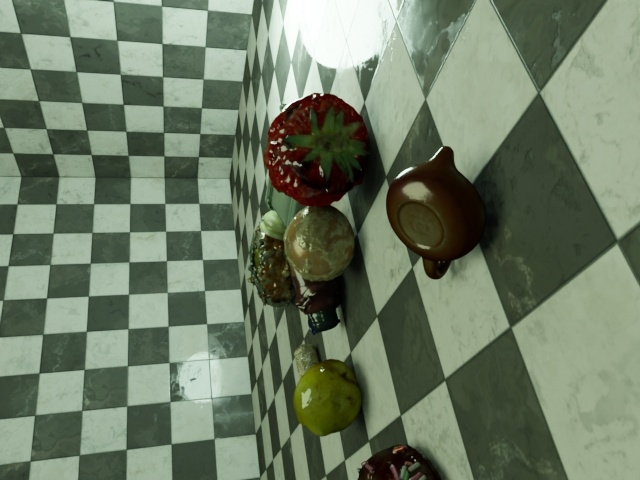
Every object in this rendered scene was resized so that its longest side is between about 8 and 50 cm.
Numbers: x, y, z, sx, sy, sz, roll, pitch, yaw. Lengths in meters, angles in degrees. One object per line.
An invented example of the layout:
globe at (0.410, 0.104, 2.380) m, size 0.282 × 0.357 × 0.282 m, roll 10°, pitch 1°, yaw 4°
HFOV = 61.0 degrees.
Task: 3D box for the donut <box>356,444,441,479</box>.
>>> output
donut at (0.173, 0.572, 1.081) m, size 0.345 × 0.136 × 0.259 m, roll -109°, pitch 21°, yaw -44°

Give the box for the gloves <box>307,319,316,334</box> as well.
gloves at (-0.025, 0.293, 1.927) m, size 0.086 × 0.026 × 0.064 m, roll -111°, pitch 27°, yaw -50°

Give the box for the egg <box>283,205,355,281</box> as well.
egg at (0.000, 0.000, 1.518) m, size 0.203 × 0.203 × 0.245 m, roll 106°, pitch 168°, yaw -46°

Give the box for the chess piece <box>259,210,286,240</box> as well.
chess piece at (-0.121, -0.141, 2.011) m, size 0.144 × 0.144 × 0.251 m, roll -124°, pitch 51°, yaw -62°

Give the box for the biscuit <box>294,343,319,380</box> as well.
biscuit at (-0.040, 0.442, 1.891) m, size 0.070 × 0.082 × 0.168 m, roll 108°, pitch 156°, yaw -44°

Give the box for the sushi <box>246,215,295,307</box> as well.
sushi at (-0.202, 0.088, 2.254) m, size 0.417 × 0.175 × 0.418 m, roll 179°, pitch 90°, yaw -74°

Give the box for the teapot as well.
teapot at (0.210, -0.040, 0.945) m, size 0.178 × 0.135 × 0.252 m, roll 26°, pitch 140°, yaw 40°

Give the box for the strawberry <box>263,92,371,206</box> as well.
strawberry at (-0.024, -0.224, 1.429) m, size 0.310 × 0.291 × 0.292 m, roll -12°, pitch 79°, yaw 56°

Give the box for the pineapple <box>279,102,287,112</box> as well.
pineapple at (-0.116, -0.376, 1.965) m, size 0.340 × 0.169 × 0.169 m, roll -105°, pitch 21°, yaw -45°

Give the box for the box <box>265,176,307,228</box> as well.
box at (-0.062, -0.177, 1.790) m, size 0.182 × 0.175 × 0.312 m, roll -118°, pitch 30°, yaw -41°

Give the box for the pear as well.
pear at (0.020, 0.432, 1.501) m, size 0.200 × 0.200 × 0.200 m, roll 179°, pitch 90°, yaw -74°

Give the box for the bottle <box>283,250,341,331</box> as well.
bottle at (-0.019, 0.141, 1.644) m, size 0.143 × 0.156 × 0.271 m, roll -40°, pitch 64°, yaw 62°
